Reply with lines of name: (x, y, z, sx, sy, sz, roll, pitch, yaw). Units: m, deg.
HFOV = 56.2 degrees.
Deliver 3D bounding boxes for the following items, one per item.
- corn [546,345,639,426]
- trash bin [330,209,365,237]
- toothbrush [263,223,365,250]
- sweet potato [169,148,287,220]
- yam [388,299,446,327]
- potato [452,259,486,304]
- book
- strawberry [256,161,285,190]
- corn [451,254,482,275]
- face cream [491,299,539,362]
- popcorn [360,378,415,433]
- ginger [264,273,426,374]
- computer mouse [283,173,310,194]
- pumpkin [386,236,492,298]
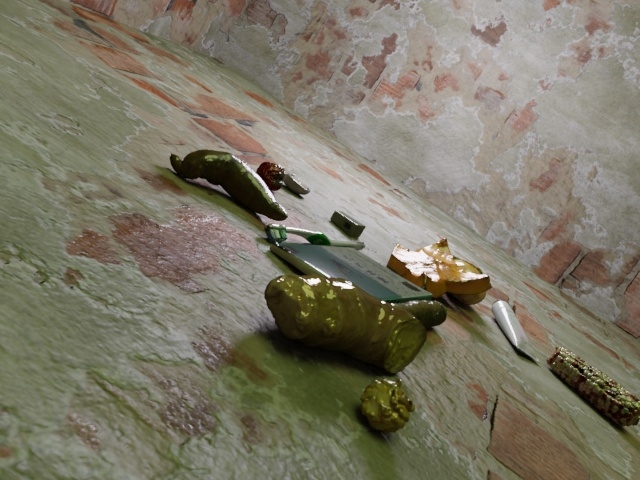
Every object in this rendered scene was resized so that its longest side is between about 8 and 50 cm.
corn: (0.750, 0.396, 1.646, 0.280, 0.092, 0.092, 41, 18, 34)
trash bin: (0.082, -0.051, 1.823, 0.092, 0.043, 0.061, 37, 16, 28)
toothbrush: (-0.002, -0.005, 1.518, 0.418, 0.042, 0.040, 7, 59, -56)
sweet potato: (-0.214, -0.149, 1.459, 0.310, 0.098, 0.124, 30, 38, -14)
yam: (0.208, 0.170, 1.339, 0.317, 0.067, 0.071, 8, 66, -60)
potato: (0.441, 0.128, 1.838, 0.118, 0.109, 0.178, 47, 12, -31)
book: (0.082, 0.080, 1.401, 0.264, 0.031, 0.379, 31, 13, 29)
strawberry: (-0.147, -0.190, 1.741, 0.083, 0.083, 0.096, 15, 14, -46)
corn: (0.488, 0.099, 2.088, 0.207, 0.068, 0.068, 25, 17, -26)
face cream: (0.571, 0.265, 1.781, 0.092, 0.058, 0.244, 31, 21, -20)
popcorn: (0.100, 0.245, 0.900, 0.082, 0.083, 0.057, 18, -28, 47)
ginger: (0.051, 0.142, 1.044, 0.354, 0.126, 0.190, 27, 6, -26)
computer mouse: (-0.079, -0.172, 1.884, 0.096, 0.039, 0.066, 41, 17, 2)
pumpkin: (0.317, 0.080, 1.714, 0.290, 0.095, 0.258, 0, 28, -33)
